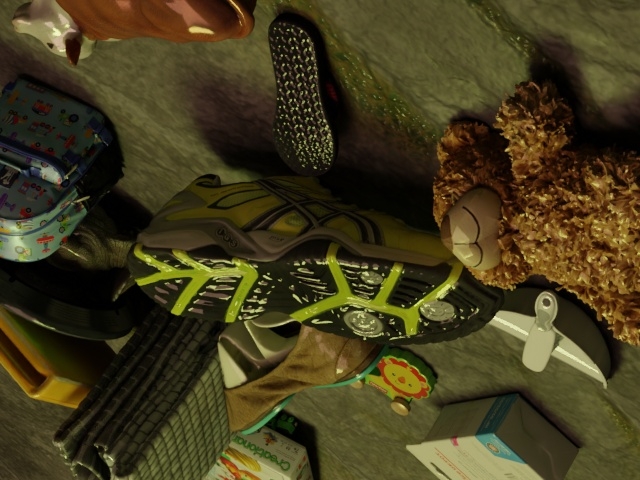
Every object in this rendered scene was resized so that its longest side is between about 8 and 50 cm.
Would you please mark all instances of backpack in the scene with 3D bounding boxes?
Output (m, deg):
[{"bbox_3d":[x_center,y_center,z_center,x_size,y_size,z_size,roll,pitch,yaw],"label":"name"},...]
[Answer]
[{"bbox_3d":[-0.326,-0.071,1.753,0.158,0.173,0.117,27,153,17],"label":"backpack"}]

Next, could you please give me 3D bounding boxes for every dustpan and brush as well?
[{"bbox_3d":[0.215,0.082,1.515,0.147,0.060,0.211,27,153,14],"label":"dustpan and brush"}]

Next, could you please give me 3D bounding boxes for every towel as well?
[{"bbox_3d":[-0.201,0.226,1.978,0.121,0.284,0.235,25,150,19],"label":"towel"}]

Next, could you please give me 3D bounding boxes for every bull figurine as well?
[{"bbox_3d":[-0.181,-0.240,1.391,0.310,0.101,0.188,7,141,44],"label":"bull figurine"}]

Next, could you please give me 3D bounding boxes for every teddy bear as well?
[{"bbox_3d":[0.222,-0.015,1.294,0.338,0.113,0.245,18,147,29],"label":"teddy bear"}]

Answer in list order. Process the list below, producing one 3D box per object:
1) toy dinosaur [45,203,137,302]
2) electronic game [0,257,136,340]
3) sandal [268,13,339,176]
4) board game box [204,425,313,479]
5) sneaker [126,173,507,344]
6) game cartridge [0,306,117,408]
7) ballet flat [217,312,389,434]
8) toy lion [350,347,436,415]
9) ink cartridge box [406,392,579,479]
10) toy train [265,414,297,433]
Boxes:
[{"bbox_3d":[-0.314,-0.017,1.892,0.313,0.121,0.160,20,144,22],"label":"toy dinosaur"},{"bbox_3d":[-0.330,0.055,1.924,0.229,0.048,0.229,25,-166,-7],"label":"electronic game"},{"bbox_3d":[-0.010,-0.134,1.452,0.067,0.040,0.179,16,134,23],"label":"sandal"},{"bbox_3d":[-0.100,0.321,2.248,0.193,0.053,0.305,25,158,17],"label":"board game box"},{"bbox_3d":[0.000,0.000,1.547,0.384,0.147,0.145,9,143,21],"label":"sneaker"},{"bbox_3d":[-0.361,0.114,2.026,0.285,0.053,0.323,45,-178,22],"label":"game cartridge"},{"bbox_3d":[-0.049,0.133,1.847,0.124,0.116,0.342,44,150,-8],"label":"ballet flat"},{"bbox_3d":[0.083,0.152,1.821,0.100,0.034,0.096,29,146,11],"label":"toy lion"},{"bbox_3d":[0.190,0.235,1.794,0.104,0.061,0.181,43,152,-16],"label":"ink cartridge box"},{"bbox_3d":[-0.067,0.243,2.143,0.083,0.024,0.017,11,145,38],"label":"toy train"}]
